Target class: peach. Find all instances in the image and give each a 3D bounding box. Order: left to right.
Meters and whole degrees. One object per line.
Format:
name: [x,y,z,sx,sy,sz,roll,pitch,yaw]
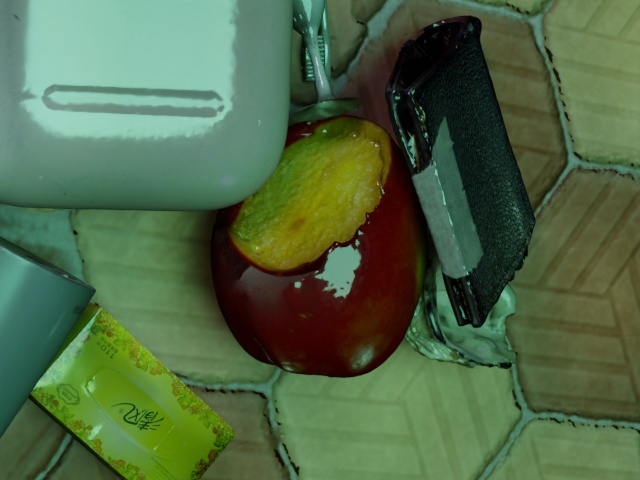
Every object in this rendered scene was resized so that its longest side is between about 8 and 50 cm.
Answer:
peach: [0.000,0.000,1.476,0.196,0.190,0.226,3,94,-20]

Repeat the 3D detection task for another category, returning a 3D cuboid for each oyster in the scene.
oyster: [0.107,0.041,1.610,0.163,0.081,0.191,-17,89,-49]

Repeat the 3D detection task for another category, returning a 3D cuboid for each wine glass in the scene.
wine glass: [-0.018,-0.202,1.481,0.066,0.066,0.198,-9,78,-26]

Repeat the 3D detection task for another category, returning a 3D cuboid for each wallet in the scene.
wallet: [0.121,-0.066,1.522,0.071,0.262,0.221,-11,107,17]

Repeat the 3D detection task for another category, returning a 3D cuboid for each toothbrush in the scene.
toothbrush: [-0.007,-0.283,1.533,0.025,0.020,0.286,-4,98,-20]

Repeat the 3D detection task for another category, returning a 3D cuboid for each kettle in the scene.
kettle: [-0.302,0.106,1.329,0.160,0.210,0.243,27,86,2]

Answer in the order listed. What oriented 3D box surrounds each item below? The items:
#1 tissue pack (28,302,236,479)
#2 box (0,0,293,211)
tissue pack: [-0.167,0.142,1.477,0.176,0.062,0.095,46,75,-23]
box: [-0.161,-0.199,1.385,0.288,0.141,0.349,1,94,-20]
